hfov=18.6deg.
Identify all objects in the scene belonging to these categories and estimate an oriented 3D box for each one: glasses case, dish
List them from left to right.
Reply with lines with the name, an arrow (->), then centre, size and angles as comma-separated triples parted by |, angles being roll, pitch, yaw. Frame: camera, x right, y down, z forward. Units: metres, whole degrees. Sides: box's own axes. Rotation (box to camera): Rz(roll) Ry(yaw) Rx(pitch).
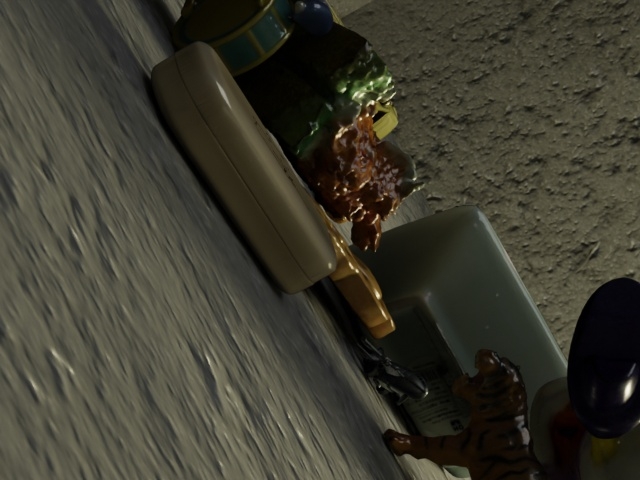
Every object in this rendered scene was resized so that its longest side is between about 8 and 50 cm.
glasses case -> -0.051, -0.048, 1.340 | 0.196, 0.050, 0.083 | 57, 9, -36
dish -> 0.109, 0.106, 1.677 | 0.080, 0.182, 0.243 | -42, 105, -46

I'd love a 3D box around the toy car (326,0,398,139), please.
toy car -> 0.001, -0.187, 2.204 | 0.256, 0.101, 0.124 | 55, 13, -35

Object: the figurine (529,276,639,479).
figurine -> 0.246, 0.197, 1.523 | 0.421, 0.154, 0.193 | 90, -5, -60

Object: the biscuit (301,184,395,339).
biscuit -> 0.002, 0.003, 1.545 | 0.236, 0.040, 0.144 | 50, 8, -50

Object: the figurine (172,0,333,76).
figurine -> -0.098, -0.262, 1.506 | 0.275, 0.161, 0.158 | 55, 46, -28

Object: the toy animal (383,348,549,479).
toy animal -> 0.143, 0.213, 1.452 | 0.114, 0.116, 0.255 | 54, 10, -43

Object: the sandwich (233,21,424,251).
sandwich -> 0.008, -0.096, 1.603 | 0.160, 0.109, 0.185 | 51, -5, -28

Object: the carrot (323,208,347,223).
carrot -> 0.007, -0.077, 2.022 | 0.043, 0.043, 0.248 | 58, 8, -25

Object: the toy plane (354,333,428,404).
toy plane -> 0.058, 0.111, 1.589 | 0.083, 0.031, 0.078 | 38, -14, 50
